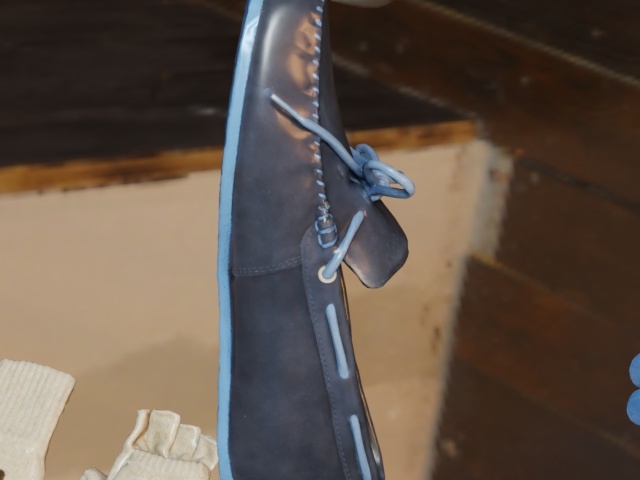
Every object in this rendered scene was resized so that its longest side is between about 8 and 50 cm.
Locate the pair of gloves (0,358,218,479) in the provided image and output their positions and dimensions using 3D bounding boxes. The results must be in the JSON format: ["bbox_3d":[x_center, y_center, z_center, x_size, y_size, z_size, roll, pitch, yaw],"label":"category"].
[{"bbox_3d":[-0.207,0.213,1.605,0.240,0.042,0.204,19,73,22],"label":"pair of gloves"}]

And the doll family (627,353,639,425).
[{"bbox_3d":[0.259,0.183,1.348,0.118,0.163,0.263,23,104,22],"label":"doll family"}]

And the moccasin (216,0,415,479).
[{"bbox_3d":[0.000,0.000,1.210,0.116,0.138,0.342,3,114,4],"label":"moccasin"}]

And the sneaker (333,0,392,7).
[{"bbox_3d":[-0.032,-0.238,1.330,0.145,0.270,0.090,-57,44,39],"label":"sneaker"}]
